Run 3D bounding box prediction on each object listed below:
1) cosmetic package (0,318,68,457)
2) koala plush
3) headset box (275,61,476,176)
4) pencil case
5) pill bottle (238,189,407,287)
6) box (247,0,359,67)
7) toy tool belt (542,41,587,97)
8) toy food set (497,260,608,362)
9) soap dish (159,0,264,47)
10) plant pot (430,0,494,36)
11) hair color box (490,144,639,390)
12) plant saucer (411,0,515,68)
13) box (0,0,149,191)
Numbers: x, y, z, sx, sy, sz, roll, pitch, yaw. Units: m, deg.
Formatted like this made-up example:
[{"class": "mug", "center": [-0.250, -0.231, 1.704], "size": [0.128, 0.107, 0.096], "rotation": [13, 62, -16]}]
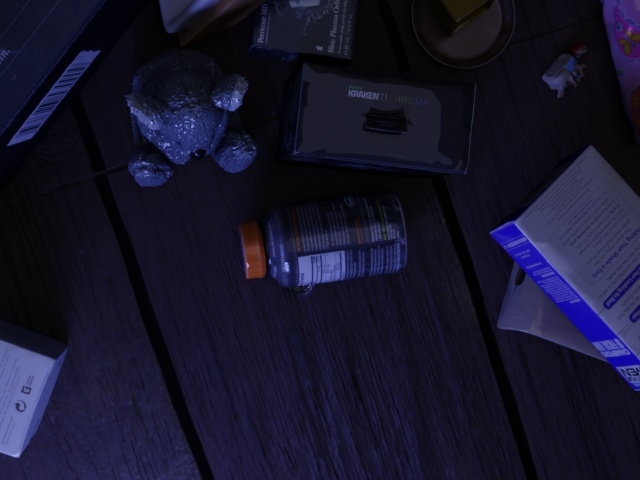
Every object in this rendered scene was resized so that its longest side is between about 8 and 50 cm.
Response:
[{"class": "cosmetic package", "center": [-0.468, 0.203, 1.584], "size": [0.151, 0.184, 0.151], "rotation": [21, 89, -7]}, {"class": "koala plush", "center": [-0.197, -0.190, 1.589], "size": [0.196, 0.221, 0.203], "rotation": [-11, 93, -7]}, {"class": "headset box", "center": [0.074, -0.169, 1.597], "size": [0.246, 0.283, 0.131], "rotation": [6, 91, -9]}, {"class": "pencil case", "center": [0.524, -0.294, 1.740], "size": [0.124, 0.124, 0.284], "rotation": [-17, 93, -7]}, {"class": "pill bottle", "center": [0.000, 0.000, 1.669], "size": [0.246, 0.130, 0.130], "rotation": [-7, 93, -8]}, {"class": "box", "center": [-0.023, -0.353, 1.673], "size": [0.158, 0.093, 0.156], "rotation": [6, 91, -7]}, {"class": "toy tool belt", "center": [0.399, -0.272, 1.761], "size": [0.083, 0.052, 0.051], "rotation": [-48, 128, -1]}, {"class": "toy food set", "center": [0.455, 0.088, 1.766], "size": [0.306, 0.092, 0.220], "rotation": [20, 78, -9]}, {"class": "soap dish", "center": [-0.135, -0.431, 1.557], "size": [0.118, 0.291, 0.229], "rotation": [-5, 81, -32]}, {"class": "plant pot", "center": [0.211, -0.378, 1.684], "size": [0.081, 0.081, 0.083], "rotation": [-35, 86, -5]}, {"class": "hair color box", "center": [0.445, 0.044, 1.667], "size": [0.185, 0.110, 0.339], "rotation": [-43, 90, -16]}, {"class": "plant saucer", "center": [0.224, -0.355, 1.739], "size": [0.168, 0.029, 0.168], "rotation": [0, 92, -9]}, {"class": "box", "center": [-0.543, -0.333, 1.459], "size": [0.472, 0.297, 0.480], "rotation": [39, 100, -5]}]
